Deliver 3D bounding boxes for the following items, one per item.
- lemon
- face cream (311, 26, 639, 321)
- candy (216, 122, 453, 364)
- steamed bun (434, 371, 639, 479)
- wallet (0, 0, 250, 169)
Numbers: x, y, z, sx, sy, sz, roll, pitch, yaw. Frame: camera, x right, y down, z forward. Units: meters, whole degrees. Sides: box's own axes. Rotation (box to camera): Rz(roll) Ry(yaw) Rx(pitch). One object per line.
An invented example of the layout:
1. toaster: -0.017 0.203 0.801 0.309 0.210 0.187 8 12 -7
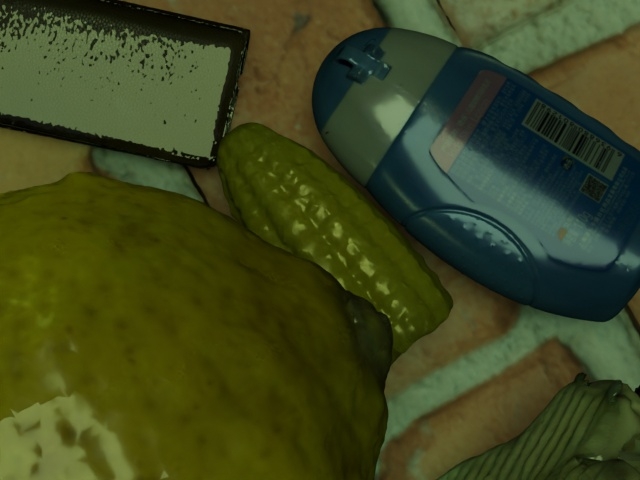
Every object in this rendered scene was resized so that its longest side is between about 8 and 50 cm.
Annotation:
1. lemon: -0.136 0.130 0.820 0.387 0.350 0.349 -20 83 7
2. face cream: 0.112 -0.053 0.990 0.264 0.083 0.149 33 69 2
3. candy: 0.000 0.000 0.973 0.094 0.106 0.199 -39 81 11
4. steamed bun: 0.157 0.243 0.875 0.280 0.268 0.207 -41 99 9
5. wallet: -0.157 -0.120 1.016 0.198 0.031 0.110 12 82 -1
